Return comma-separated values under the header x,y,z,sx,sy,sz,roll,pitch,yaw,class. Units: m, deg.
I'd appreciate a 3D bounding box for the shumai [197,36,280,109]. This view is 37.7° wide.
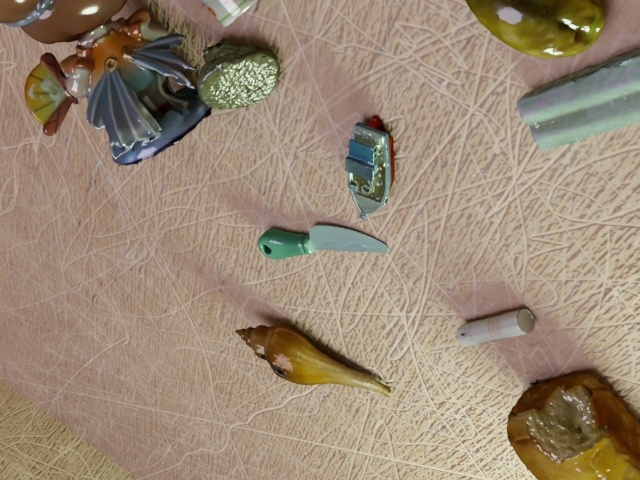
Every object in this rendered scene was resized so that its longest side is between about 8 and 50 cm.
x,y,z,sx,sy,sz,roll,pitch,yaw,class
-0.126,-0.252,1.368,0.099,0.124,0.087,88,164,-52,shumai

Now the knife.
x,y,z,sx,sy,sz,roll,pitch,yaw,class
-0.001,-0.001,1.585,0.260,0.034,0.063,-4,122,37,knife

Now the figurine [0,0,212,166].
x,y,z,sx,sy,sz,roll,pitch,yaw,class
-0.326,-0.304,1.350,0.388,0.276,0.248,60,164,-25,figurine

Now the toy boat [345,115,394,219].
x,y,z,sx,sy,sz,roll,pitch,yaw,class
0.069,-0.100,1.373,0.069,0.059,0.173,24,143,21,toy boat

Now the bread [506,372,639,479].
x,y,z,sx,sy,sz,roll,pitch,yaw,class
0.449,0.372,1.492,0.344,0.149,0.195,45,144,-9,bread

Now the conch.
x,y,z,sx,sy,sz,roll,pitch,yaw,class
-0.021,0.244,1.823,0.330,0.093,0.109,27,137,15,conch

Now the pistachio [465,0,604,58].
x,y,z,sx,sy,sz,roll,pitch,yaw,class
0.220,-0.265,1.007,0.189,0.110,0.100,42,177,-6,pistachio

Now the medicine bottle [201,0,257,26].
x,y,z,sx,sy,sz,roll,pitch,yaw,class
-0.154,-0.378,1.235,0.183,0.086,0.086,48,144,-15,medicine bottle

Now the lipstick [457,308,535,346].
x,y,z,sx,sy,sz,roll,pitch,yaw,class
0.274,0.139,1.480,0.040,0.040,0.141,48,145,-13,lipstick

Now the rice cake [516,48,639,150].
x,y,z,sx,sy,sz,roll,pitch,yaw,class
0.329,-0.165,1.079,0.226,0.040,0.085,-15,120,50,rice cake
